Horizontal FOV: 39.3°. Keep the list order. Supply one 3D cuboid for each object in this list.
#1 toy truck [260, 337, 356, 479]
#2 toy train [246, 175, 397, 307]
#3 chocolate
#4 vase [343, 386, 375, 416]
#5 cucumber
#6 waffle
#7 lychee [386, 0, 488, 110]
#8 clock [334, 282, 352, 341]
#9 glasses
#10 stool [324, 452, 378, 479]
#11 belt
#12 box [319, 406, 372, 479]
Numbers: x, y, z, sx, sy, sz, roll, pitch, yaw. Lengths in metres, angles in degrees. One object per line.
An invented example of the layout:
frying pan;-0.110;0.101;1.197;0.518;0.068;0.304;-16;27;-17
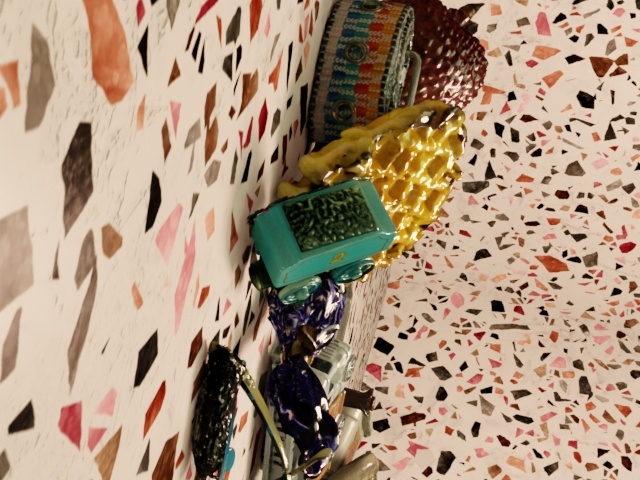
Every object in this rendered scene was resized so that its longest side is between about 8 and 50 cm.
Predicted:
toy truck;-0.038;0.309;1.611;0.184;0.133;0.338;-48;152;-56
toy train;0.000;0.000;1.232;0.112;0.203;0.163;62;-22;18
chocolate;-0.028;0.190;1.322;0.343;0.126;0.148;-86;-179;-45
vase;0.020;0.307;1.796;0.120;0.183;0.120;12;90;-81
cucumber;-0.133;0.215;1.126;0.053;0.053;0.181;-22;126;-80
waffle;0.084;-0.061;1.482;0.382;0.095;0.379;-28;147;-22
lychee;0.192;-0.361;1.799;0.304;0.276;0.276;-46;173;5
clock;0.028;0.220;2.189;0.279;0.049;0.273;78;24;-70
glasses;-0.090;0.285;1.189;0.102;0.207;0.239;-11;116;-40
stool;0.045;0.627;1.854;0.310;0.226;0.310;-34;158;-11
belt;0.084;-0.272;1.525;0.207;0.160;0.295;82;21;-66
box;0.004;0.442;1.985;0.312;0.175;0.182;80;32;-67
